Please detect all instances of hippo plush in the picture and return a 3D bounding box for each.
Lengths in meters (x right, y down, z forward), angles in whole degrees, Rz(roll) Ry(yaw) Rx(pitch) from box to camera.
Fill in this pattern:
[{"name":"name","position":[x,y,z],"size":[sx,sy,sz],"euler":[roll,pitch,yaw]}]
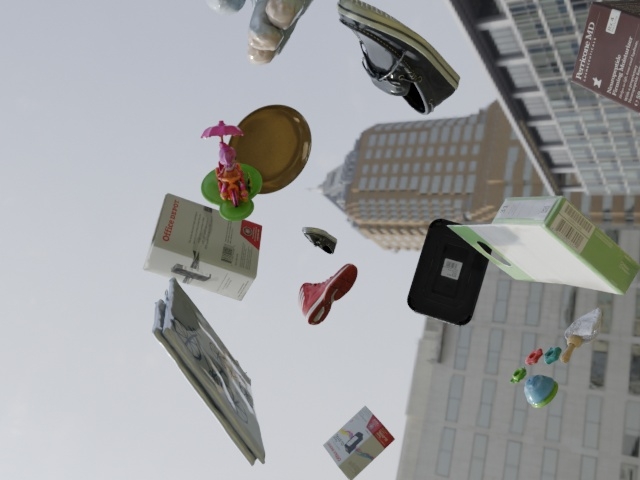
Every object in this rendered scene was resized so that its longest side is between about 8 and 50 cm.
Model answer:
[{"name":"hippo plush","position":[-0.145,-0.579,1.493],"size":[0.236,0.294,0.234],"euler":[35,-160,-6]}]

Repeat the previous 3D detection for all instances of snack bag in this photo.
[{"name":"snack bag","position":[-0.219,0.235,1.271],"size":[0.037,0.342,0.323],"euler":[-33,-72,-1]}]

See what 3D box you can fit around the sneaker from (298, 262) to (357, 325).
[{"name":"sneaker","position":[0.007,0.132,1.942],"size":[0.221,0.128,0.087],"euler":[-49,-43,6]}]

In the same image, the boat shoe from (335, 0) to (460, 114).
[{"name":"boat shoe","position":[0.193,-0.454,1.658],"size":[0.156,0.187,0.500],"euler":[-54,-35,12]}]

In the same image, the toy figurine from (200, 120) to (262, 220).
[{"name":"toy figurine","position":[-0.186,-0.151,1.288],"size":[0.159,0.130,0.173],"euler":[84,172,-48]}]

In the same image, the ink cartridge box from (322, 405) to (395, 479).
[{"name":"ink cartridge box","position":[0.109,0.585,1.885],"size":[0.175,0.127,0.072],"euler":[-41,-67,-8]}]

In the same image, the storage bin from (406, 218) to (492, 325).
[{"name":"storage bin","position":[0.243,0.062,1.224],"size":[0.084,0.121,0.180],"euler":[36,-109,-76]}]

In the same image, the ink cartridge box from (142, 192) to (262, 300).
[{"name":"ink cartridge box","position":[-0.303,0.016,1.693],"size":[0.272,0.114,0.197],"euler":[20,-139,-17]}]

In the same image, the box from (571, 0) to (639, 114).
[{"name":"box","position":[0.640,-0.364,1.275],"size":[0.166,0.203,0.169],"euler":[-10,-56,-20]}]

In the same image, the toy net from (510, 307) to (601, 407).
[{"name":"toy net","position":[0.488,0.229,1.317],"size":[0.045,0.232,0.122],"euler":[42,-174,-5]}]

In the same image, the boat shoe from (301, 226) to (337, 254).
[{"name":"boat shoe","position":[0.000,0.000,1.626],"size":[0.142,0.049,0.040],"euler":[26,-114,-54]}]

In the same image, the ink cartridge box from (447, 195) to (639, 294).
[{"name":"ink cartridge box","position":[0.319,0.005,0.965],"size":[0.171,0.235,0.056],"euler":[36,-99,-19]}]

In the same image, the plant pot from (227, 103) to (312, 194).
[{"name":"plant pot","position":[-0.131,-0.228,1.617],"size":[0.236,0.032,0.237],"euler":[-18,-52,-25]}]
